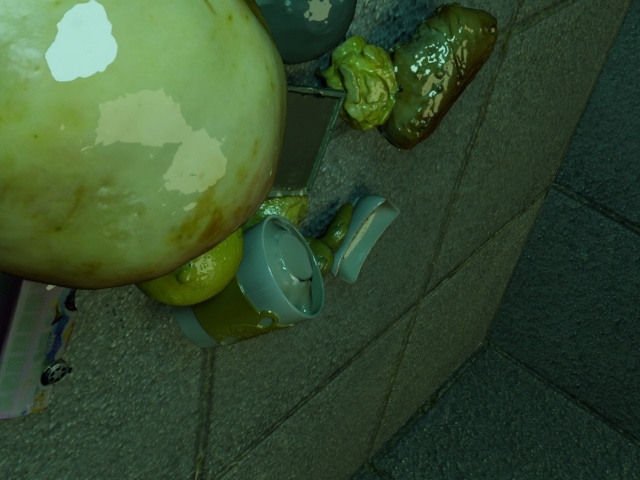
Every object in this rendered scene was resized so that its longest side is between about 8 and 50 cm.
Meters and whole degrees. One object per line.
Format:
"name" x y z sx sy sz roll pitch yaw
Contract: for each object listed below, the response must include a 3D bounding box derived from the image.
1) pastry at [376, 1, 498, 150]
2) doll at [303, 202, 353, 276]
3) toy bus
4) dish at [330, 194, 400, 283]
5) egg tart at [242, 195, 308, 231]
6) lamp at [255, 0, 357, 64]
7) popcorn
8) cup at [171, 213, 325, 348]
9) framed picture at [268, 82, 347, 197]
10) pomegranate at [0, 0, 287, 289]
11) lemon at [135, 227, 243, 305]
"pastry" 0.205 -0.329 1.506 0.311 0.162 0.255 -51 170 1
"doll" 0.000 0.000 1.668 0.137 0.097 0.209 -36 -161 54
"toy bus" -0.394 0.116 1.052 0.112 0.090 0.274 -8 127 -53
"dish" 0.083 -0.013 1.790 0.212 0.077 0.151 -57 158 3
"egg tart" -0.086 -0.035 1.436 0.252 0.098 0.232 -58 160 -4
"lamp" -0.049 -0.363 0.977 0.182 0.182 0.313 -46 153 -21
"popcorn" 0.070 -0.275 1.369 0.148 0.152 0.167 -71 161 -71
"cup" -0.110 0.090 1.337 0.226 0.185 0.241 -25 147 21
"framed picture" -0.092 -0.160 1.253 0.281 0.019 0.208 -1 122 -43
"pomegranate" -0.198 -0.156 0.699 0.411 0.411 0.411 -42 153 -28
"lemon" -0.205 0.012 1.174 0.206 0.174 0.173 -56 169 -63
